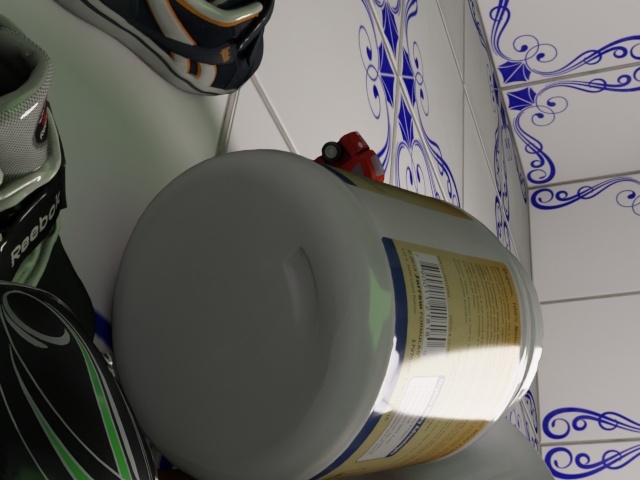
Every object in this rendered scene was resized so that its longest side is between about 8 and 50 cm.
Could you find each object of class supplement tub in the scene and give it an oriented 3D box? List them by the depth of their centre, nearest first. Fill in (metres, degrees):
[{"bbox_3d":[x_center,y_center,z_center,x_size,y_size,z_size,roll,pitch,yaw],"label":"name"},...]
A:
[{"bbox_3d":[0.024,0.065,0.711,0.316,0.228,0.228,11,71,-54],"label":"supplement tub"}]

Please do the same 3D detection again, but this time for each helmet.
[{"bbox_3d":[-0.147,0.114,0.382,0.161,0.169,0.169,67,13,22],"label":"helmet"}]

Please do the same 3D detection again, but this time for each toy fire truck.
[{"bbox_3d":[0.000,0.000,0.897,0.135,0.192,0.047,53,18,4],"label":"toy fire truck"}]

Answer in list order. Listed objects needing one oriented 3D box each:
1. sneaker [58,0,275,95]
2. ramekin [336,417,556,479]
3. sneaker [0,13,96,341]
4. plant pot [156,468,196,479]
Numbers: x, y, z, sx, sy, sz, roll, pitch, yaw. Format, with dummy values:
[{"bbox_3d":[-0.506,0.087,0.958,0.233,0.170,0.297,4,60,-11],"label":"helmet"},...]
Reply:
[{"bbox_3d":[-0.089,-0.199,0.746,0.321,0.128,0.126,7,75,-72],"label":"sneaker"},{"bbox_3d":[0.105,0.299,0.880,0.135,0.277,0.277,-9,91,-32],"label":"ramekin"},{"bbox_3d":[-0.170,-0.025,0.418,0.330,0.146,0.122,60,27,-50],"label":"sneaker"},{"bbox_3d":[-0.025,0.295,0.606,0.291,0.204,0.290,-8,90,-70],"label":"plant pot"}]
